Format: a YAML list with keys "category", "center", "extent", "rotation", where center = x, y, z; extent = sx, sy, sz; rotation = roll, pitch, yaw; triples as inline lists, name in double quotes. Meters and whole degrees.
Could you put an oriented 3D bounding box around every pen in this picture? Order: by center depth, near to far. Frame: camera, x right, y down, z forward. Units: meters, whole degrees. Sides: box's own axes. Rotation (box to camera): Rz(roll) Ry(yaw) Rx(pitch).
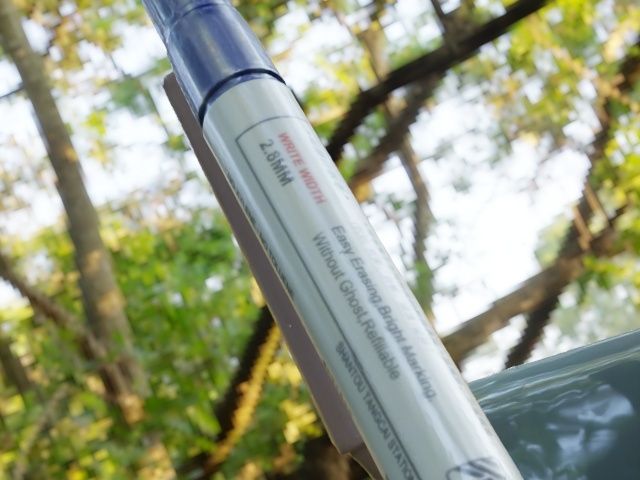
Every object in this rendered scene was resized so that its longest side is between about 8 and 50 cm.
- category: "pen"
  center: [0.000, 0.000, 0.378]
  extent: [0.025, 0.204, 0.025]
  rotation: [-18, -38, -15]
- category: "pen"
  center: [-0.001, 0.026, 0.629]
  extent: [0.032, 0.197, 0.053]
  rotation: [-27, -2, -3]

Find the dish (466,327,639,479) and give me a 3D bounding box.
- category: "dish"
  center: [0.153, 0.100, 0.463]
  extent: [0.243, 0.182, 0.080]
  rotation: [-22, 22, 27]
